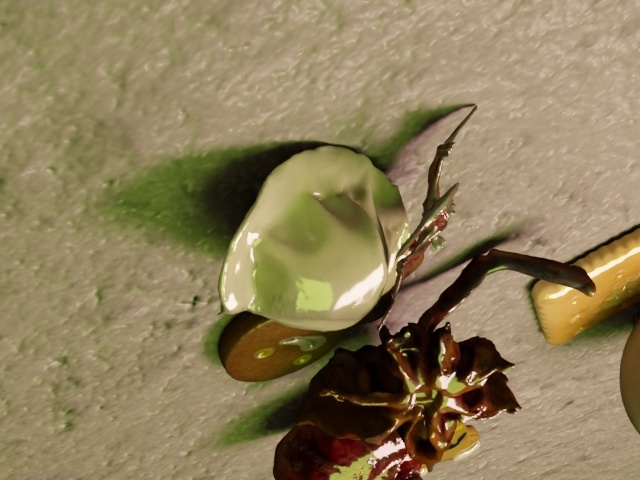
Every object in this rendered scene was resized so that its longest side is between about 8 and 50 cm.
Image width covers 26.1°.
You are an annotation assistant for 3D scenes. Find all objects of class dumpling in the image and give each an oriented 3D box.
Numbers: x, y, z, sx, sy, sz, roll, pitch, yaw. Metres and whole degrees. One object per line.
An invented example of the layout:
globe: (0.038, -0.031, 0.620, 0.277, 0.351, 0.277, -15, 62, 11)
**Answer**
dumpling: (0.003, 0.000, 1.210, 0.215, 0.126, 0.166, 11, 107, -24)

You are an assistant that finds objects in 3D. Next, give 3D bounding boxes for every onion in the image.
onion: (0.051, 0.221, 1.546, 0.206, 0.151, 0.098, -30, 138, -28)

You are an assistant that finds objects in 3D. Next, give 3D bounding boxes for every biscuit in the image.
biscuit: (-0.003, 0.069, 1.374, 0.236, 0.039, 0.180, -42, 147, 27)
biscuit: (0.134, 0.240, 1.734, 0.158, 0.035, 0.240, -27, 150, -5)
biscuit: (0.366, 0.036, 1.607, 0.249, 0.030, 0.160, -27, 149, 1)

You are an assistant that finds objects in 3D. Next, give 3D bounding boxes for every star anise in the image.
star anise: (0.131, 0.127, 1.427, 0.346, 0.148, 0.237, -33, 136, 3)

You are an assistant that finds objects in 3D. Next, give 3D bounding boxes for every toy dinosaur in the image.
toy dinosaur: (0.097, -0.019, 1.220, 0.108, 0.032, 0.220, 54, 56, -79)

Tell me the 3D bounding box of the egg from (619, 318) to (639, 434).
egg: (0.477, 0.149, 1.640, 0.269, 0.219, 0.219, -37, 153, -20)

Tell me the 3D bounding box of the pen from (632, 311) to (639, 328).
pen: (0.444, 0.116, 1.787, 0.053, 0.032, 0.197, -38, 150, 18)
